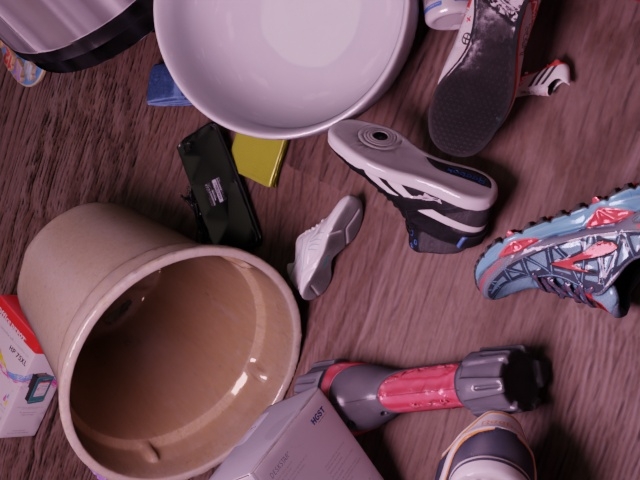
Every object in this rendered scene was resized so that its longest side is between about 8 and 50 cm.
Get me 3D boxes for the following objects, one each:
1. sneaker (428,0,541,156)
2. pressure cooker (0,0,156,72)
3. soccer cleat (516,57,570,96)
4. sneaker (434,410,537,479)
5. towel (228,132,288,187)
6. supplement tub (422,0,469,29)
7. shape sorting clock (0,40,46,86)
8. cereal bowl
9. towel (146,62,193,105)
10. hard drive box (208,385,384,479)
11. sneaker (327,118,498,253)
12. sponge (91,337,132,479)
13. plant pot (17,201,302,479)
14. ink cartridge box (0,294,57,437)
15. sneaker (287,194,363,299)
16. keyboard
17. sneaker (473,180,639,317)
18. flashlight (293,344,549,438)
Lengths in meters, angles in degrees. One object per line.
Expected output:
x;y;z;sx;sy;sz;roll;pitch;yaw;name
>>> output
0.203;-0.233;1.404;0.090;0.145;0.270;21;125;12;sneaker
-0.361;-0.441;1.712;0.375;0.420;0.370;-29;43;15;pressure cooker
0.248;-0.177;1.409;0.083;0.029;0.035;-25;66;31;soccer cleat
0.171;0.330;1.372;0.126;0.127;0.321;18;126;3;sneaker
-0.061;-0.197;1.677;0.102;0.021;0.237;27;104;43;towel
0.154;-0.312;1.473;0.071;0.071;0.107;-14;76;38;supplement tub
-0.486;-0.352;2.000;0.206;0.040;0.206;29;126;50;shape sorting clock
-0.030;-0.291;1.551;0.339;0.141;0.339;1;93;21;cereal bowl
-0.203;-0.228;1.790;0.119;0.029;0.067;3;87;40;towel
-0.005;0.316;1.414;0.089;0.181;0.232;-27;101;35;hard drive box
0.096;-0.051;1.453;0.217;0.079;0.121;27;134;19;sneaker
-0.283;0.257;1.809;0.117;0.031;0.210;44;114;33;sponge
-0.247;0.102;1.634;0.305;0.334;0.334;36;109;47;plant pot
-0.468;0.178;1.940;0.134;0.078;0.231;38;109;36;ink cartridge box
0.000;0.000;1.584;0.061;0.054;0.152;45;114;36;sneaker
-0.145;-0.063;1.728;0.100;0.038;0.192;-27;75;23;keyboard
0.279;0.029;1.316;0.262;0.104;0.125;-26;72;36;sneaker
0.107;0.176;1.438;0.304;0.103;0.103;-13;44;43;flashlight
